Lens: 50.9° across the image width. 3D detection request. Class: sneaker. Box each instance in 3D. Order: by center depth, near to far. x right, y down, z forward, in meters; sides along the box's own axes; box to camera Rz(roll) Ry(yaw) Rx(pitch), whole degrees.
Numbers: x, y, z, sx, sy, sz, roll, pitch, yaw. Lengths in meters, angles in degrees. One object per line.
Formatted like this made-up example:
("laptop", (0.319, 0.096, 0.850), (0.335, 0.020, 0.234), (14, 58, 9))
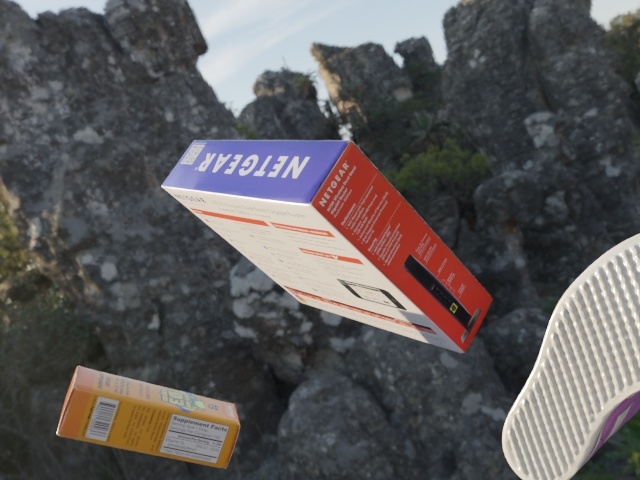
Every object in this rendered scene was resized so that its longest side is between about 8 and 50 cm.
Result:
("sneaker", (0.277, 0.092, 0.613), (0.161, 0.102, 0.282), (-14, -41, -40))

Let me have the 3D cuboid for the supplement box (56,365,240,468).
("supplement box", (-0.232, 0.245, 0.927), (0.233, 0.080, 0.078), (20, 6, -18))

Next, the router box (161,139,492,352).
("router box", (0.000, 0.000, 0.846), (0.335, 0.301, 0.082), (11, 64, 51))
